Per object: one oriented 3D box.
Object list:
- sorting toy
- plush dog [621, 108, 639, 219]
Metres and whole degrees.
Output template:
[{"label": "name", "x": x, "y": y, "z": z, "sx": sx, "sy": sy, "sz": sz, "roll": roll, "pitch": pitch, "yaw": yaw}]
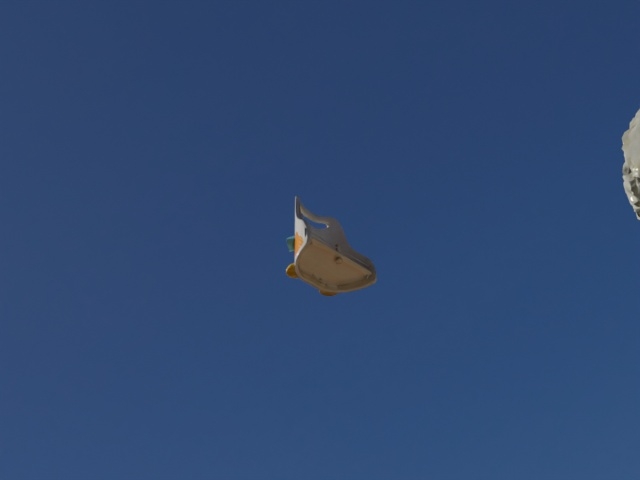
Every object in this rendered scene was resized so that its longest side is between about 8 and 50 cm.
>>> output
[{"label": "sorting toy", "x": 0.000, "y": 0.000, "z": 1.335, "sx": 0.045, "sy": 0.075, "sz": 0.083, "roll": -35, "pitch": -46, "yaw": 28}, {"label": "plush dog", "x": 0.332, "y": -0.091, "z": 0.907, "sx": 0.225, "sy": 0.211, "sz": 0.262, "roll": 19, "pitch": -91, "yaw": -25}]
